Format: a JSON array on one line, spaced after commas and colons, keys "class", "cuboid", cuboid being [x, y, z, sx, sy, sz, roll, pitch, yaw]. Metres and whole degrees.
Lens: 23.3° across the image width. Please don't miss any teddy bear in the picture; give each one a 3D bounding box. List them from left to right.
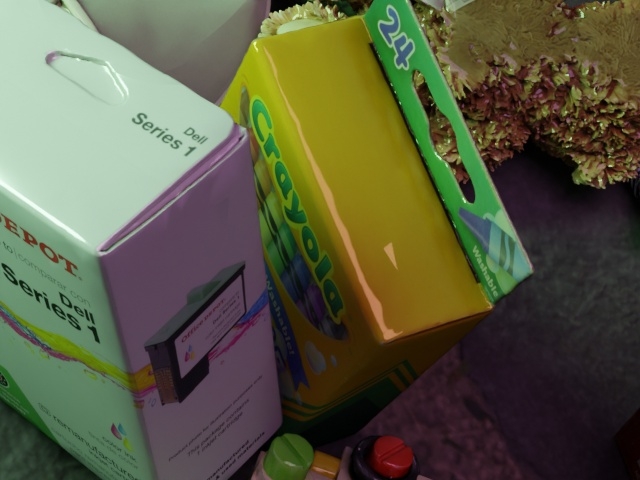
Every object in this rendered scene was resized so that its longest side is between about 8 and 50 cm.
[{"class": "teddy bear", "cuboid": [0.110, -0.151, 1.216, 0.338, 0.113, 0.245, -4, 77, -18]}]

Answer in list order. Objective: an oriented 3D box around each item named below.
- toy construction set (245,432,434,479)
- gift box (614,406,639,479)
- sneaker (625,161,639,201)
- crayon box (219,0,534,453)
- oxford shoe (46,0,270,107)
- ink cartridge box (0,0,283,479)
[{"class": "toy construction set", "cuboid": [0.052, 0.245, 1.005, 0.328, 0.151, 0.215, 34, 37, -11]}, {"class": "gift box", "cuboid": [0.379, 0.168, 1.098, 0.258, 0.276, 0.255, -16, 76, -9]}, {"class": "sneaker", "cuboid": [0.267, -0.057, 1.271, 0.058, 0.052, 0.135, 13, 56, -2]}, {"class": "crayon box", "cuboid": [0.000, 0.000, 0.995, 0.083, 0.323, 0.203, -16, 73, -24]}, {"class": "oxford shoe", "cuboid": [-0.199, -0.105, 1.087, 0.449, 0.130, 0.169, -35, 79, -29]}, {"class": "ink cartridge box", "cuboid": [-0.139, 0.015, 0.935, 0.201, 0.278, 0.117, 32, 59, 27]}]
